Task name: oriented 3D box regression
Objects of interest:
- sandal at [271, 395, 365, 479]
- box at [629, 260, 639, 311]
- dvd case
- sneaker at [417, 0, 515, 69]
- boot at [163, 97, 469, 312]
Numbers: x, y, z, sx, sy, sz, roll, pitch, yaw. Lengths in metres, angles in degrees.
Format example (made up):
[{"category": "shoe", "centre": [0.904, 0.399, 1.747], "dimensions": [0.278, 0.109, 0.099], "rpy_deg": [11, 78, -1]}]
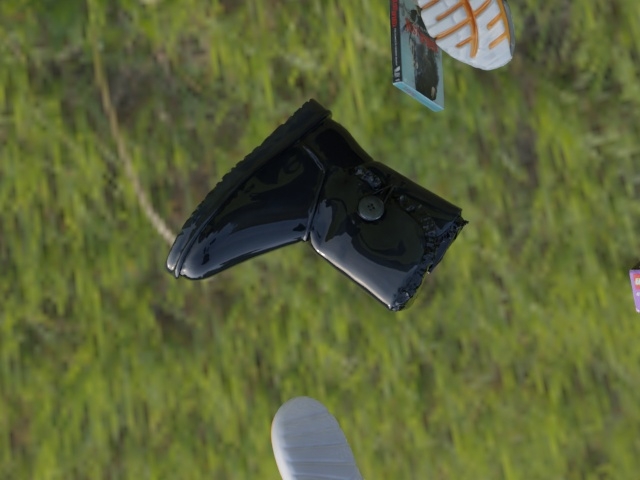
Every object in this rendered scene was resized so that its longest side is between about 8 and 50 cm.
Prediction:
[{"category": "sandal", "centre": [0.005, 0.256, 1.714], "dimensions": [0.076, 0.265, 0.102], "rpy_deg": [-5, -157, 44]}, {"category": "box", "centre": [0.512, 0.004, 2.221], "dimensions": [0.201, 0.057, 0.293], "rpy_deg": [-2, -160, 34]}, {"category": "dvd case", "centre": [0.092, -0.193, 1.834], "dimensions": [0.013, 0.119, 0.087], "rpy_deg": [-13, 158, 29]}, {"category": "sneaker", "centre": [0.125, -0.260, 1.776], "dimensions": [0.084, 0.215, 0.083], "rpy_deg": [-29, 179, 38]}, {"category": "boot", "centre": [0.000, 0.000, 1.824], "dimensions": [0.246, 0.207, 0.094], "rpy_deg": [-45, 168, -29]}]
